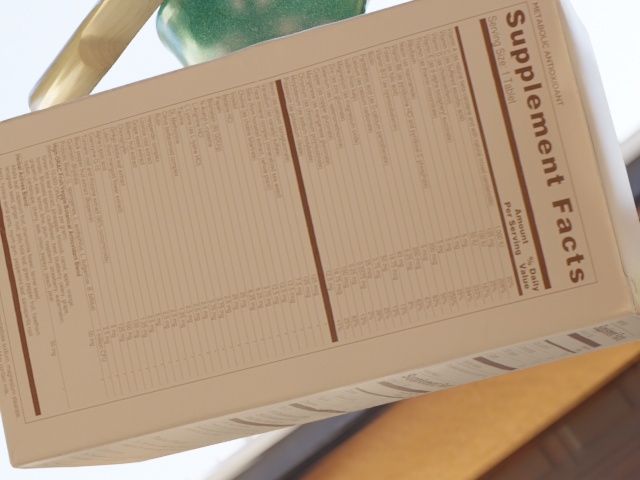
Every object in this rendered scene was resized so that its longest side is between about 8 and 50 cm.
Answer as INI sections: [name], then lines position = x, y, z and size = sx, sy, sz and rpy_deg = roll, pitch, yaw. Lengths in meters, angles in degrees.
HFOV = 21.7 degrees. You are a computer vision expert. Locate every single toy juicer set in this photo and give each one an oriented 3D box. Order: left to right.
[toy juicer set]
position = -0.061, -0.120, 1.029
size = 0.209, 0.089, 0.329
rpy_deg = -27, -24, 32

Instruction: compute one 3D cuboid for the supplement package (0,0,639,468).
[supplement package]
position = 0.000, 0.000, 0.670
size = 0.244, 0.139, 0.134
rpy_deg = -14, -10, 14
